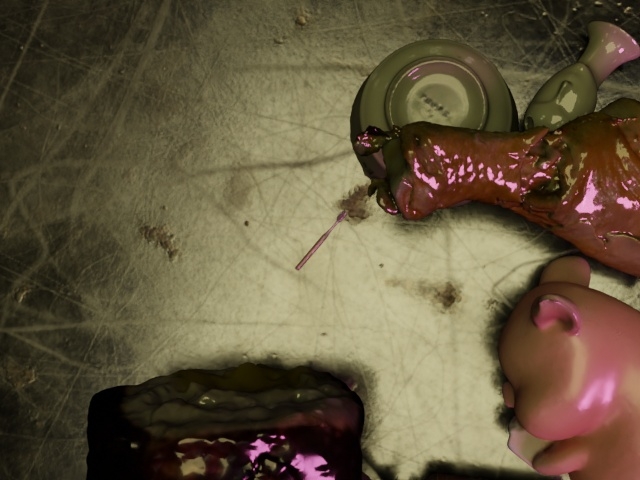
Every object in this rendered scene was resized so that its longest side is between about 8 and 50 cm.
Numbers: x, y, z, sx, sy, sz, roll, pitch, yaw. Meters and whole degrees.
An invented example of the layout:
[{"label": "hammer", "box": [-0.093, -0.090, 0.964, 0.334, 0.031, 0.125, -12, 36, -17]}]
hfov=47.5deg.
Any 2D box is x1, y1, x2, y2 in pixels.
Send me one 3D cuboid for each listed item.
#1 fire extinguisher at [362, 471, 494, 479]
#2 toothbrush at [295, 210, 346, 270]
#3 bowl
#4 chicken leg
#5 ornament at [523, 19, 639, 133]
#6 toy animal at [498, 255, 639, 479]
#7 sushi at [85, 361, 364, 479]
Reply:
[{"label": "fire extinguisher", "box": [0.165, 0.298, 0.840, 0.252, 0.075, 0.106, 6, 117, 8]}, {"label": "toothbrush", "box": [0.000, 0.000, 0.918, 0.006, 0.008, 0.097, 41, 93, 21]}, {"label": "bowl", "box": [0.136, -0.146, 0.860, 0.211, 0.112, 0.211, 0, 85, 6]}, {"label": "chicken leg", "box": [0.244, -0.060, 0.774, 0.429, 0.153, 0.201, 5, 108, -15]}, {"label": "ornament", "box": [0.300, -0.179, 0.857, 0.075, 0.081, 0.156, 38, 89, 27]}, {"label": "toy animal", "box": [0.300, 0.171, 0.793, 0.256, 0.195, 0.213, 38, 113, 8]}, {"label": "sushi", "box": [-0.111, 0.292, 0.781, 0.299, 0.281, 0.294, 4, 93, 0]}]
